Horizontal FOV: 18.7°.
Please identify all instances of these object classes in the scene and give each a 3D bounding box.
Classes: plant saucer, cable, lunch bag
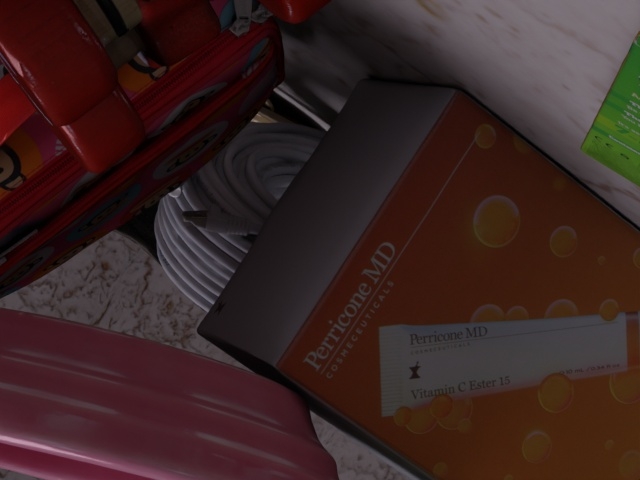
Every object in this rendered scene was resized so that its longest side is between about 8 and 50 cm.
[{"bbox_3d":[-0.139,0.112,1.239,0.332,0.084,0.332,13,168,3],"label":"plant saucer"},{"bbox_3d":[0.000,0.000,1.501,0.257,0.089,0.257,24,-156,1],"label":"cable"},{"bbox_3d":[-0.161,-0.078,1.269,0.120,0.293,0.258,52,175,5],"label":"lunch bag"}]

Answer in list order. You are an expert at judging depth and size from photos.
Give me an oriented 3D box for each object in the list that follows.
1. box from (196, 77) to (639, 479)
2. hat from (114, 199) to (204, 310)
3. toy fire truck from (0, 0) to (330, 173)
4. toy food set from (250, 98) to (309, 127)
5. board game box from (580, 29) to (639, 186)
[{"bbox_3d":[0.128,0.076,1.328,0.345,0.215,0.168,36,173,-21],"label":"box"},{"bbox_3d":[-0.147,-0.075,1.971,0.331,0.134,0.331,43,-171,-9],"label":"hat"},{"bbox_3d":[-0.127,-0.190,0.941,0.254,0.169,0.302,52,175,7],"label":"toy fire truck"},{"bbox_3d":[-0.046,-0.106,1.695,0.132,0.038,0.192,27,169,-9],"label":"toy food set"},{"bbox_3d":[0.191,-0.045,0.897,0.124,0.039,0.259,32,177,6],"label":"board game box"}]
